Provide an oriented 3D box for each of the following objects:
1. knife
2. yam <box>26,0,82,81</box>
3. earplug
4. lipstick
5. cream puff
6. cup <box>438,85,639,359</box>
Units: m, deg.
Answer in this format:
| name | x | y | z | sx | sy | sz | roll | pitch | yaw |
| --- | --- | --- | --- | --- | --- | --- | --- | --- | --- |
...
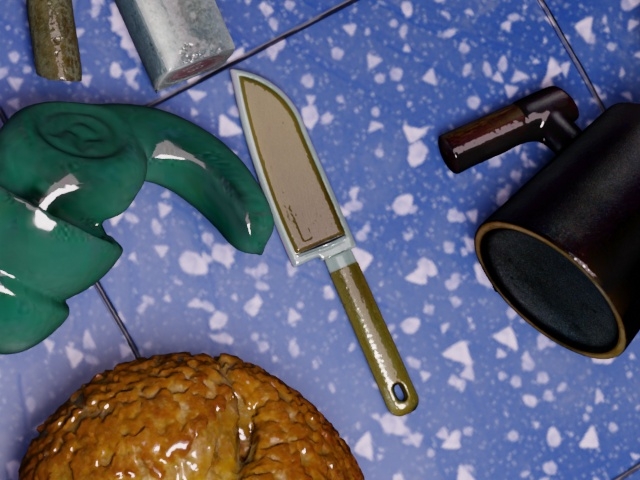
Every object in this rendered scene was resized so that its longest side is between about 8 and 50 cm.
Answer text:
| name | x | y | z | sx | sy | sz | roll | pitch | yaw |
| --- | --- | --- | --- | --- | --- | --- | --- | --- | --- |
| knife | -0.001 | 0.000 | 1.700 | 0.061 | 0.027 | 0.343 | -22 | 87 | -13 |
| yam | -0.231 | -0.179 | 1.661 | 0.043 | 0.043 | 0.094 | -7 | 84 | -15 |
| earplug | -0.209 | -0.007 | 1.603 | 0.280 | 0.164 | 0.257 | -55 | 133 | -5 |
| lipstick | -0.168 | -0.279 | 1.675 | 0.076 | 0.077 | 0.289 | -24 | 87 | -17 |
| cream puff | -0.100 | 0.232 | 1.541 | 0.303 | 0.212 | 0.303 | 2 | 80 | -9 |
| cup | 0.229 | -0.040 | 1.697 | 0.239 | 0.166 | 0.177 | 46 | 70 | -5 |
